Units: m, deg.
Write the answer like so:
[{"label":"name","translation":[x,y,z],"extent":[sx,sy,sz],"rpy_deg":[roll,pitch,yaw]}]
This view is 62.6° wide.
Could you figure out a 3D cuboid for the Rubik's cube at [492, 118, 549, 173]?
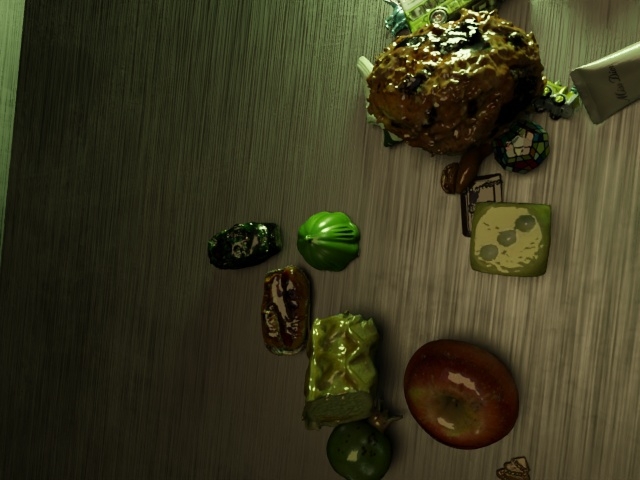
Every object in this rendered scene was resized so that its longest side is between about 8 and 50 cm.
[{"label":"Rubik's cube","translation":[0.482,-0.227,1.267],"extent":[0.112,0.133,0.133],"rpy_deg":[-17,80,0]}]

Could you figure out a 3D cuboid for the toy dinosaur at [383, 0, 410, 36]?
[{"label":"toy dinosaur","translation":[0.216,-0.614,1.450],"extent":[0.080,0.045,0.197],"rpy_deg":[-36,81,11]}]

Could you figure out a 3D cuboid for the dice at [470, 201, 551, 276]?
[{"label":"dice","translation":[0.445,-0.006,1.235],"extent":[0.169,0.169,0.166],"rpy_deg":[4,96,19]}]

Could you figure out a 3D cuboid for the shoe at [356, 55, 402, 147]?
[{"label":"shoe","translation":[0.154,-0.377,1.445],"extent":[0.110,0.095,0.265],"rpy_deg":[-38,75,21]}]

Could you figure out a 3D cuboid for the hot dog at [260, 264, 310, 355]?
[{"label":"hot dog","translation":[-0.109,0.207,1.564],"extent":[0.162,0.082,0.270],"rpy_deg":[0,89,28]}]

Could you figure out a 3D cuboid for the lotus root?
[{"label":"lotus root","translation":[0.000,0.000,1.468],"extent":[0.186,0.186,0.186],"rpy_deg":[-1,88,26]}]

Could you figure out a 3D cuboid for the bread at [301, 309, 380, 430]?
[{"label":"bread","translation":[0.051,0.337,1.374],"extent":[0.238,0.196,0.252],"rpy_deg":[-23,40,20]}]

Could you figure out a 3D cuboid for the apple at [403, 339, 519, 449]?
[{"label":"apple","translation":[0.338,0.366,1.272],"extent":[0.271,0.206,0.252],"rpy_deg":[2,100,29]}]

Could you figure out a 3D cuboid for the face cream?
[{"label":"face cream","translation":[0.735,-0.395,1.164],"extent":[0.314,0.089,0.143],"rpy_deg":[-27,106,27]}]

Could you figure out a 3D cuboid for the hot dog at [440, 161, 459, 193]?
[{"label":"hot dog","translation":[0.338,-0.163,1.372],"extent":[0.035,0.058,0.083],"rpy_deg":[8,95,-14]}]

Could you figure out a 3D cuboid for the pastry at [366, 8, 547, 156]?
[{"label":"pastry","translation":[0.307,-0.352,1.204],"extent":[0.405,0.292,0.337],"rpy_deg":[-12,41,6]}]

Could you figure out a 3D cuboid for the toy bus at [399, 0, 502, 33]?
[{"label":"toy bus","translation":[0.354,-0.623,1.336],"extent":[0.301,0.113,0.139],"rpy_deg":[-27,77,15]}]

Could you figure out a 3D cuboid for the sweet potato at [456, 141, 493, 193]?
[{"label":"sweet potato","translation":[0.390,-0.209,1.331],"extent":[0.055,0.058,0.202],"rpy_deg":[31,87,43]}]

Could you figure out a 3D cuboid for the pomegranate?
[{"label":"pomegranate","translation":[0.123,0.533,1.398],"extent":[0.181,0.181,0.224],"rpy_deg":[36,77,23]}]

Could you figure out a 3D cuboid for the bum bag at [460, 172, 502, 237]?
[{"label":"bum bag","translation":[0.413,-0.088,1.349],"extent":[0.109,0.026,0.159],"rpy_deg":[-3,93,27]}]

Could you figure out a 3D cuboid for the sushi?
[{"label":"sushi","translation":[-0.235,0.018,1.607],"extent":[0.225,0.127,0.124],"rpy_deg":[-19,80,23]}]

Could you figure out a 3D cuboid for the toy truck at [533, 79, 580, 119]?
[{"label":"toy truck","translation":[0.566,-0.343,1.257],"extent":[0.111,0.076,0.077],"rpy_deg":[34,83,23]}]

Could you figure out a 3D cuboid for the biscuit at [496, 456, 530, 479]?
[{"label":"biscuit","translation":[0.483,0.574,1.295],"extent":[0.082,0.016,0.092],"rpy_deg":[31,103,24]}]
